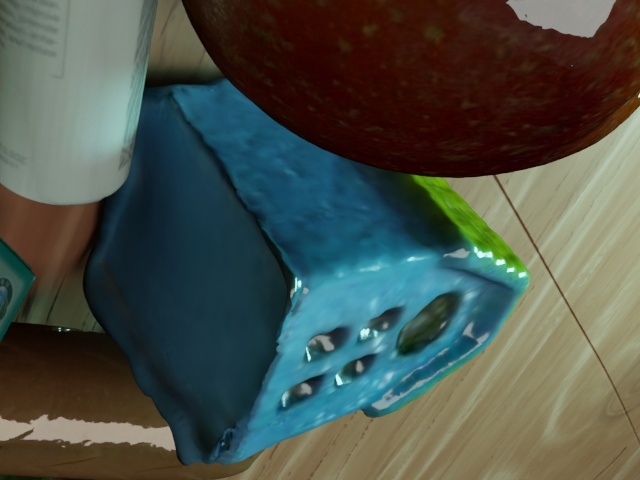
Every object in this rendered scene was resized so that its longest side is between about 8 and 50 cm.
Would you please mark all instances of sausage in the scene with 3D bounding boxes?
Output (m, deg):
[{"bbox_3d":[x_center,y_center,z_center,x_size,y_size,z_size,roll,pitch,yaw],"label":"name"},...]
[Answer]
[{"bbox_3d":[-0.181,0.134,0.785,0.304,0.121,0.121,10,124,-29],"label":"sausage"}]

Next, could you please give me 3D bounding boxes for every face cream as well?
[{"bbox_3d":[-0.135,-0.180,0.543,0.102,0.102,0.346,-12,139,-33],"label":"face cream"}]

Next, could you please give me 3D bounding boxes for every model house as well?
[{"bbox_3d":[0.000,0.000,0.752,0.303,0.237,0.216,-13,139,-34],"label":"model house"}]

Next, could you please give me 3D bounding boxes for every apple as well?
[{"bbox_3d":[0.092,-0.192,0.539,0.348,0.277,0.348,-52,165,-20],"label":"apple"}]

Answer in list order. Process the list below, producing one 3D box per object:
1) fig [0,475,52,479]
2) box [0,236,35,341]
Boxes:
[{"bbox_3d":[-0.303,0.273,0.788,0.203,0.235,0.203,-20,139,-18],"label":"fig"},{"bbox_3d":[-0.297,0.080,0.589,0.153,0.092,0.245,65,40,-53],"label":"box"}]
